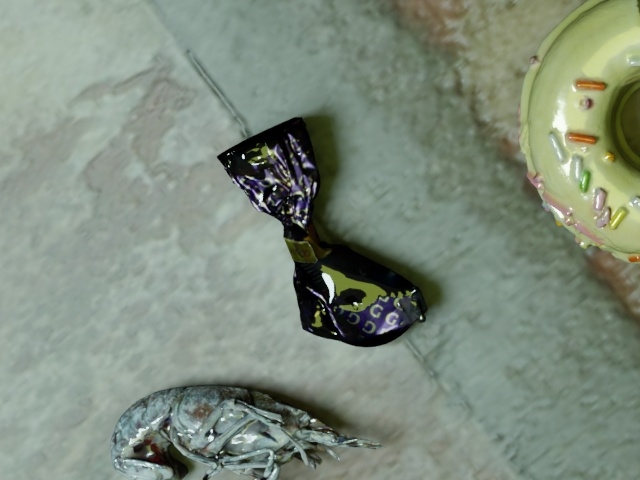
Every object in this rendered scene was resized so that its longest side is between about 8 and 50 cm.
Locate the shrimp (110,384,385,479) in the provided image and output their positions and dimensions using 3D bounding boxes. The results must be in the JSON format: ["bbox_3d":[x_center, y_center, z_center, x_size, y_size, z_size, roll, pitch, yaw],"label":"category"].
[{"bbox_3d":[-0.045,0.121,1.114,0.165,0.056,0.065,6,80,15],"label":"shrimp"}]

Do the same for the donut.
[{"bbox_3d":[0.168,-0.058,1.073,0.108,0.065,0.166,-16,93,7],"label":"donut"}]

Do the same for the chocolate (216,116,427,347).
[{"bbox_3d":[-0.003,0.001,1.097,0.072,0.070,0.147,-29,91,35],"label":"chocolate"}]
